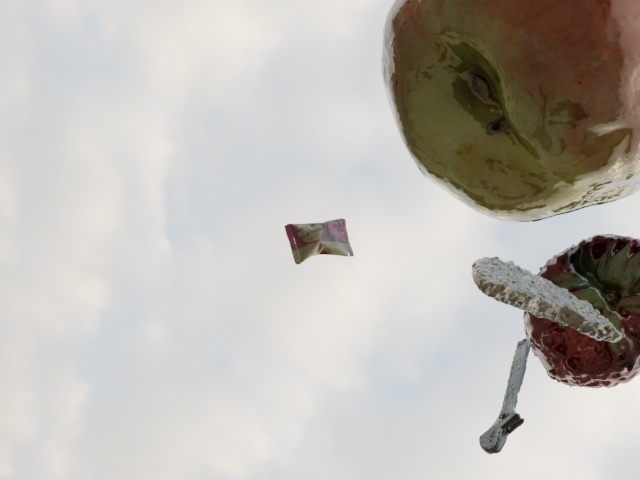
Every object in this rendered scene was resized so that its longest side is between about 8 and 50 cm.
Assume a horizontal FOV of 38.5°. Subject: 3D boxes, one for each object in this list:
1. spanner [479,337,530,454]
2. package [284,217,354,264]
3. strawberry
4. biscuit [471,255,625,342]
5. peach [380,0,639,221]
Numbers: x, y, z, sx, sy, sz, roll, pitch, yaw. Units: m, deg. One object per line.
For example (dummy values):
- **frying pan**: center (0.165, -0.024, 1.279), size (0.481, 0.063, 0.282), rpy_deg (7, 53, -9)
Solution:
- **spanner**: center (0.359, 0.288, 1.728), size (0.026, 0.325, 0.093), rpy_deg (45, -54, -9)
- **package**: center (0.000, 0.000, 1.183), size (0.029, 0.083, 0.059), rpy_deg (113, -33, -60)
- **strawberry**: center (0.458, 0.120, 1.506), size (0.261, 0.261, 0.257), rpy_deg (48, -8, 26)
- **biscuit**: center (0.288, 0.068, 1.236), size (0.032, 0.250, 0.133), rpy_deg (-61, -152, 17)
- **peach**: center (0.157, -0.120, 0.625), size (0.214, 0.236, 0.214), rpy_deg (13, -69, 38)
